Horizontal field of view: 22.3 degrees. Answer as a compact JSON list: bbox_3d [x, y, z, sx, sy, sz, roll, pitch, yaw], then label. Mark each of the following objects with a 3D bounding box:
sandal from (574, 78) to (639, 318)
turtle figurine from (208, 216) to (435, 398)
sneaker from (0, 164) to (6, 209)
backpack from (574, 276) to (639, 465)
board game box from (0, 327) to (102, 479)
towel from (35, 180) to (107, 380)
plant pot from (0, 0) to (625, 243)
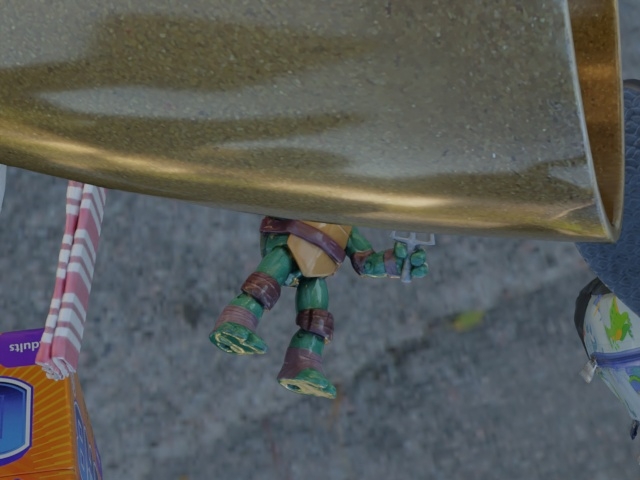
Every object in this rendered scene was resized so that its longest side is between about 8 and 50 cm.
[{"bbox_3d":[0.223,0.016,0.962,0.097,0.054,0.254,-26,107,29],"label":"sandal"},{"bbox_3d":[0.000,0.000,1.322,0.175,0.234,0.118,26,159,-11],"label":"turtle figurine"},{"bbox_3d":[-0.289,-0.044,0.757,0.127,0.321,0.126,16,87,-52],"label":"sneaker"},{"bbox_3d":[0.351,0.071,1.299,0.290,0.273,0.355,-14,162,7],"label":"backpack"},{"bbox_3d":[-0.434,0.351,1.844,0.357,0.356,0.356,-6,148,-4],"label":"board game box"},{"bbox_3d":[-0.206,0.014,1.346,0.029,0.197,0.144,9,169,-4],"label":"towel"},{"bbox_3d":[-0.038,-0.108,0.538,0.254,0.237,0.237,-4,131,15],"label":"plant pot"}]
